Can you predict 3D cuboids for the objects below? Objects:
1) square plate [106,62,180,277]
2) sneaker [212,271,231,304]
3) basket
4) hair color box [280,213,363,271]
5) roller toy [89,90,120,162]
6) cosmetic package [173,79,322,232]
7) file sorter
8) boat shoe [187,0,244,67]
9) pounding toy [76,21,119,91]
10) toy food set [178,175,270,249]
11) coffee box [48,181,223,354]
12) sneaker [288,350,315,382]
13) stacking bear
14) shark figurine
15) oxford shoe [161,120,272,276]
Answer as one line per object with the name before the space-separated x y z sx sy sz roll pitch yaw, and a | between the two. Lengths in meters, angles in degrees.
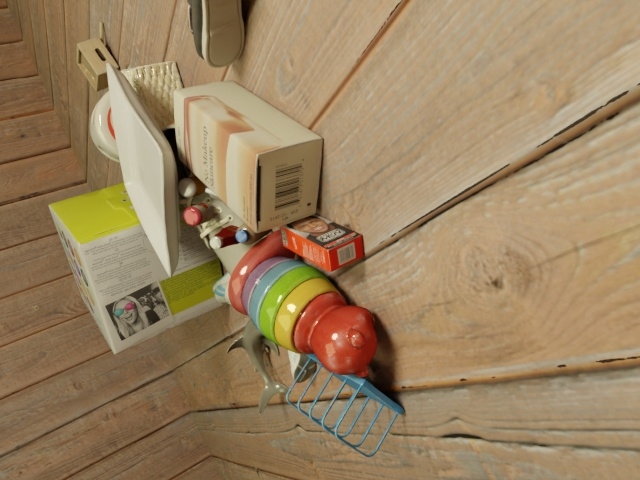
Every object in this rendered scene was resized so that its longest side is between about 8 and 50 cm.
square plate | -0.376 -0.151 1.113 0.347 0.049 0.344 53 147 33
sneaker | -0.202 0.130 1.259 0.228 0.087 0.092 -41 67 59
basket | -0.386 -0.335 1.215 0.103 0.113 0.167 10 118 54
hair color box | 0.000 0.000 0.857 0.141 0.072 0.043 25 131 49
roller toy | -0.496 -0.301 1.338 0.146 0.191 0.209 4 114 59
cosmetic package | -0.137 -0.159 0.907 0.296 0.129 0.153 40 138 40
file sorter | 0.037 0.293 0.922 0.118 0.104 0.170 42 162 -30
boat shoe | -0.167 -0.422 0.797 0.095 0.112 0.335 52 151 16
pounding toy | -0.682 -0.564 1.578 0.141 0.100 0.130 57 151 -4
toy food set | -0.180 -0.049 0.962 0.232 0.104 0.111 20 109 12
coffee box | -0.505 0.038 1.439 0.337 0.338 0.334 29 133 47
sneaker | -0.047 0.245 1.133 0.061 0.053 0.152 38 135 55
stacking bear | -0.019 0.127 0.902 0.289 0.164 0.175 30 137 40
shark figurine | -0.178 0.291 1.314 0.166 0.116 0.278 31 133 48
oxford shoe | -0.229 -0.065 1.097 0.169 0.130 0.449 -30 84 35
